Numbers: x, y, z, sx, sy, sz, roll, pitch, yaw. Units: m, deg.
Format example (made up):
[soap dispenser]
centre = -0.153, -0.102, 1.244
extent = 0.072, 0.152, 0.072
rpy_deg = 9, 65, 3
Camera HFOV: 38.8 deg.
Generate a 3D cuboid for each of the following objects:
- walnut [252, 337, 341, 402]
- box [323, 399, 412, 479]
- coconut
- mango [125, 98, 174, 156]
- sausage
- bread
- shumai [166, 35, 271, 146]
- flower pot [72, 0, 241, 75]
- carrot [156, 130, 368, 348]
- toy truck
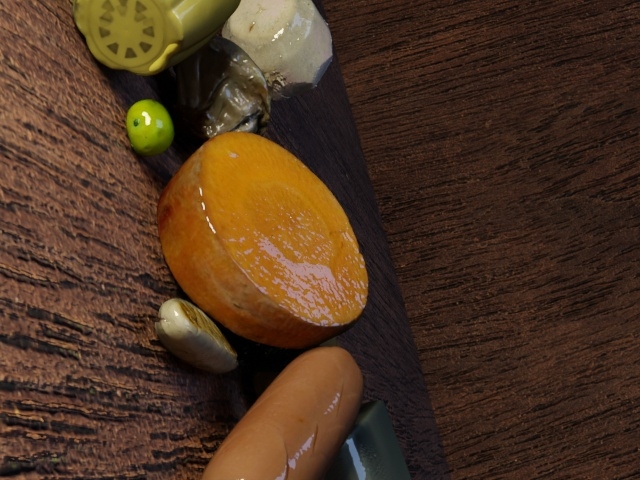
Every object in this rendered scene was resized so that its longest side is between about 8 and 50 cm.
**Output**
[walnut]
centre = -0.025, 0.202, 1.329
extent = 0.166, 0.149, 0.166
rpy_deg = 17, 90, -82
[box]
centre = 0.056, 0.435, 1.309
extent = 0.352, 0.177, 0.343
rpy_deg = 3, 67, -78
[coconut]
centre = -0.077, -0.395, 1.848
extent = 0.234, 0.224, 0.224
rpy_deg = 55, 20, -52
[mango]
centre = -0.216, -0.144, 1.164
extent = 0.108, 0.056, 0.073
rpy_deg = -172, -112, -88
[sausage]
centre = -0.038, 0.235, 1.081
extent = 0.304, 0.121, 0.121
rpy_deg = -48, 122, -55
[bread]
centre = -0.150, 0.117, 1.079
extent = 0.073, 0.053, 0.214
rpy_deg = 61, 2, 22
[shumai]
centre = -0.170, -0.200, 1.348
extent = 0.120, 0.201, 0.201
rpy_deg = -41, 121, -33
[flower pot]
centre = -0.213, -0.303, 1.135
extent = 0.179, 0.195, 0.195
rpy_deg = -71, 144, -51
[carrot]
centre = -0.067, 0.006, 1.191
extent = 0.307, 0.100, 0.258
rpy_deg = 47, 43, -6
[toy truck]
centre = -0.088, 0.052, 1.263
extent = 0.088, 0.121, 0.259
rpy_deg = 120, -35, -51
